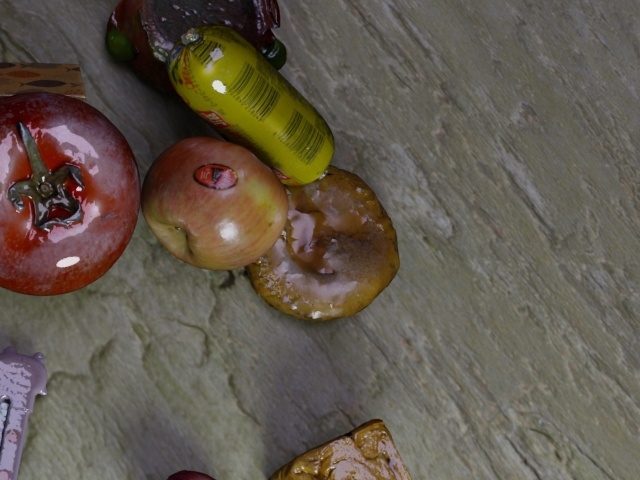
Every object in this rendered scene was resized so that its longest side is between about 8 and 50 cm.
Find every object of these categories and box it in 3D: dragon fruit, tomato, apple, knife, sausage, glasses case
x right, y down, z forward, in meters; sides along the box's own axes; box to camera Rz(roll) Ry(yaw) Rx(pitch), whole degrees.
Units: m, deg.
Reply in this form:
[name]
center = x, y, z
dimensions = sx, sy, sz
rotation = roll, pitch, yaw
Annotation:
[dragon fruit]
center = -0.183, -0.327, 1.918
dimensions = 0.269, 0.130, 0.295
rotation = 4, 68, -23
[tomato]
center = -0.372, -0.063, 1.669
dimensions = 0.270, 0.227, 0.270
rotation = 1, 88, -19
[apple]
center = -0.147, -0.054, 1.775
dimensions = 0.209, 0.209, 0.164
rotation = 42, 66, -3
[knife]
center = -0.423, 0.321, 1.597
dimensions = 0.132, 0.038, 0.398
rotation = 16, 63, -21
[sausage]
center = -0.093, -0.186, 1.794
dimensions = 0.347, 0.123, 0.123
rotation = 43, 52, -42
[glasses case]
center = -0.427, -0.220, 1.818
dimensions = 0.170, 0.041, 0.064
rotation = -3, 59, -25

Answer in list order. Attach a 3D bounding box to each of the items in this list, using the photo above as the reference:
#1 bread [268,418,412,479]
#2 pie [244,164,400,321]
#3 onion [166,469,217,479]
[bread]
center = 0.036, 0.347, 1.734
dimensions = 0.149, 0.143, 0.158
rotation = -27, 78, -30
[pie]
center = 0.001, -0.001, 1.905
dimensions = 0.274, 0.069, 0.273
rotation = 10, 60, -17
[onion]
center = -0.177, 0.387, 1.653
dimensions = 0.150, 0.140, 0.150
rotation = 47, 16, -18
